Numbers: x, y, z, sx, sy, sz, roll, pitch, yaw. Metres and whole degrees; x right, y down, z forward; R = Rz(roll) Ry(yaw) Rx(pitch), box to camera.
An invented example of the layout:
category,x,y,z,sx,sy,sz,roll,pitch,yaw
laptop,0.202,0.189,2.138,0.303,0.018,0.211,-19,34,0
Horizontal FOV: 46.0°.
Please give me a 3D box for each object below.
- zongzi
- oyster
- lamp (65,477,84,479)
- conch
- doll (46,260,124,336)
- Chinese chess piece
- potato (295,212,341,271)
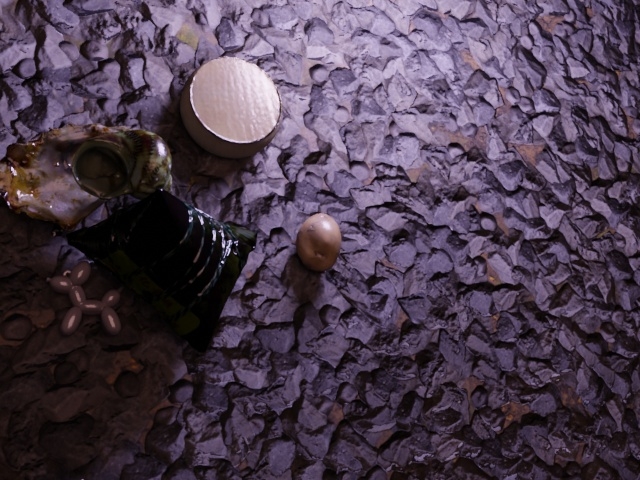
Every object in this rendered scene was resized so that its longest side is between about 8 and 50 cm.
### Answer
category,x,y,z,sx,sy,sz,roll,pitch,yaw
zongzi,-0.296,0.010,1.559,0.383,0.362,0.319,27,60,-22
oyster,-0.527,-0.167,1.652,0.361,0.096,0.221,-41,98,-26
lamp,-0.360,0.629,1.447,0.272,0.205,0.374,-6,68,-21
conch,-0.400,-0.148,1.581,0.181,0.124,0.187,43,86,5
doll,-0.502,0.125,1.606,0.161,0.059,0.160,4,74,-22
Chinese chess piece,-0.215,-0.323,1.834,0.249,0.103,0.250,7,73,-22
potato,0.001,0.003,1.841,0.112,0.112,0.147,6,80,-23
